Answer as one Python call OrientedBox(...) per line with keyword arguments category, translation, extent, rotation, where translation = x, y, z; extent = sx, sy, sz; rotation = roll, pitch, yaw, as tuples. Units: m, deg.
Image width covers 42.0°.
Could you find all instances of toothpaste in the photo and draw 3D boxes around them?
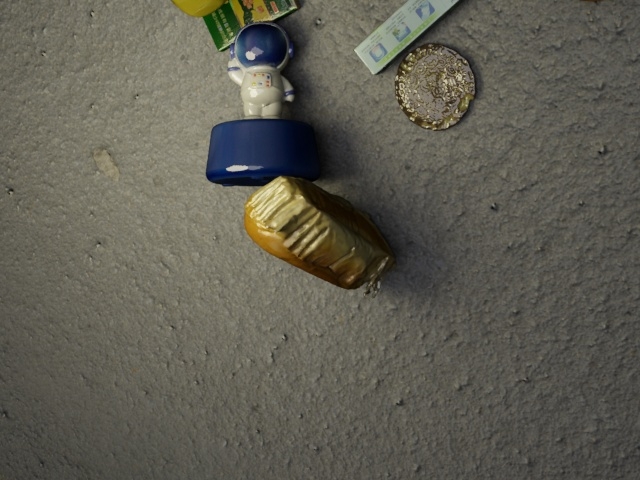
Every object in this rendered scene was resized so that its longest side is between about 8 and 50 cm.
OrientedBox(category="toothpaste", translation=(0.227, -0.506, 1.861), extent=(0.336, 0.067, 0.081), rotation=(-39, 88, 23))

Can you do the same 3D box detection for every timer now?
OrientedBox(category="timer", translation=(-0.139, -0.324, 1.961), extent=(0.270, 0.270, 0.383), rotation=(-2, 89, 20))

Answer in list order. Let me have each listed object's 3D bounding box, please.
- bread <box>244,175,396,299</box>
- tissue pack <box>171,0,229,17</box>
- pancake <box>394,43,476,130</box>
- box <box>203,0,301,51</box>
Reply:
OrientedBox(category="bread", translation=(-0.003, -0.007, 1.924), extent=(0.183, 0.236, 0.389), rotation=(-44, 128, 17))
OrientedBox(category="tissue pack", translation=(-0.288, -0.618, 1.967), extent=(0.123, 0.127, 0.178), rotation=(-26, 58, 30))
OrientedBox(category="pancake", translation=(0.262, -0.351, 1.910), extent=(0.199, 0.021, 0.199), rotation=(5, 104, 18))
OrientedBox(category="box", translation=(-0.174, -0.565, 2.008), extent=(0.235, 0.034, 0.132), rotation=(-24, 93, 24))
